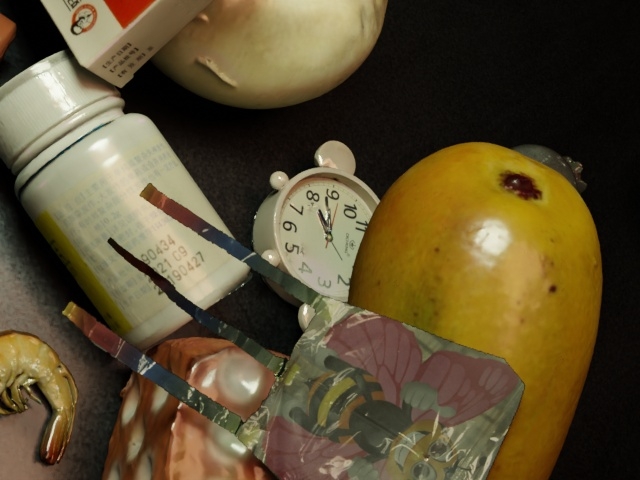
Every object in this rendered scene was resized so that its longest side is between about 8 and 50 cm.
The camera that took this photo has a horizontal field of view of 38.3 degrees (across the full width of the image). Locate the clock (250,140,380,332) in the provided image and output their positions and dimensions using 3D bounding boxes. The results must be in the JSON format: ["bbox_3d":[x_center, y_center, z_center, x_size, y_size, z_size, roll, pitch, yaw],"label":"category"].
[{"bbox_3d":[0.000,0.000,1.009,0.155,0.063,0.229,14,67,-26],"label":"clock"}]

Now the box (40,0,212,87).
[{"bbox_3d":[-0.200,-0.337,0.836,0.353,0.214,0.069,55,12,23],"label":"box"}]

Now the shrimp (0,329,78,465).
[{"bbox_3d":[-0.280,0.164,0.787,0.124,0.034,0.178,47,50,-19],"label":"shrimp"}]

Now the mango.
[{"bbox_3d":[0.127,0.129,0.888,0.232,0.300,0.446,12,99,-3],"label":"mango"}]

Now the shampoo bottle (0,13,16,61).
[{"bbox_3d":[-0.395,-0.224,0.813,0.244,0.085,0.085,31,60,-20],"label":"shampoo bottle"}]

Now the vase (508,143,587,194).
[{"bbox_3d":[0.291,-0.070,1.199,0.183,0.120,0.120,-18,84,-50],"label":"vase"}]

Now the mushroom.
[{"bbox_3d":[-0.049,-0.312,0.964,0.356,0.315,0.315,-37,97,4],"label":"mushroom"}]

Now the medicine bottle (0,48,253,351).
[{"bbox_3d":[-0.189,-0.038,0.845,0.143,0.143,0.258,-37,97,-36],"label":"medicine bottle"}]

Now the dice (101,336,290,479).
[{"bbox_3d":[-0.083,0.191,0.816,0.173,0.179,0.175,23,61,-25],"label":"dice"}]

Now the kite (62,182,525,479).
[{"bbox_3d":[-0.019,0.110,0.715,0.360,0.022,0.204,32,96,-9],"label":"kite"}]
